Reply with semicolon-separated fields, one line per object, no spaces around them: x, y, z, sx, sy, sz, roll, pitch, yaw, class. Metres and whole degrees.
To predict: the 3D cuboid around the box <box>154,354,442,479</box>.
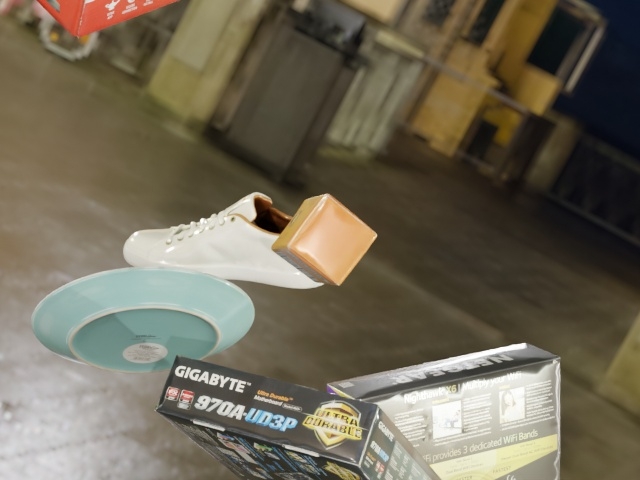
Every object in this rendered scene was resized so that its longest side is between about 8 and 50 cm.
-0.008;0.168;1.243;0.175;0.051;0.220;12;-20;26;box

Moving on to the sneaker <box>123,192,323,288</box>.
-0.126;-0.013;2.117;0.290;0.123;0.106;3;23;13;sneaker

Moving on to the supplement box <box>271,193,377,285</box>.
0.000;0.000;1.823;0.080;0.078;0.233;38;-4;-7;supplement box

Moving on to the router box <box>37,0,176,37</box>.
-0.102;-0.372;1.485;0.335;0.301;0.082;-29;63;-38;router box

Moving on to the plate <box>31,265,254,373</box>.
-0.148;0.076;1.326;0.188;0.188;0.024;21;50;-40;plate

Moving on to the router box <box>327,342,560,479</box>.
0.161;0.278;2.010;0.309;0.243;0.081;-8;16;-27;router box
